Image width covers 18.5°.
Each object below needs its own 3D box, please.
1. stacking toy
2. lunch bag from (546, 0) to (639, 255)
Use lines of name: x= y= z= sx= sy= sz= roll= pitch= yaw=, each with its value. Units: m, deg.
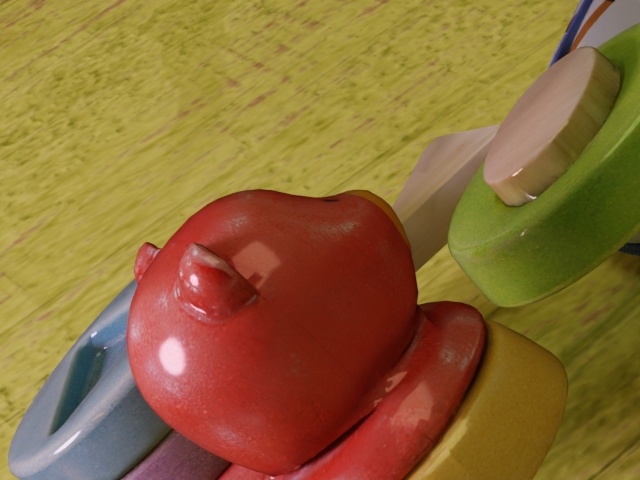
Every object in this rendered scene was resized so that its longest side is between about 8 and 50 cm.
stacking toy: x=0.000 y=0.000 z=0.767 sx=0.279 sy=0.130 sz=0.309 roll=-53 pitch=14 yaw=-23
lunch bag: x=0.255 y=-0.086 z=0.893 sx=0.303 sy=0.115 sz=0.243 roll=0 pitch=44 yaw=29
